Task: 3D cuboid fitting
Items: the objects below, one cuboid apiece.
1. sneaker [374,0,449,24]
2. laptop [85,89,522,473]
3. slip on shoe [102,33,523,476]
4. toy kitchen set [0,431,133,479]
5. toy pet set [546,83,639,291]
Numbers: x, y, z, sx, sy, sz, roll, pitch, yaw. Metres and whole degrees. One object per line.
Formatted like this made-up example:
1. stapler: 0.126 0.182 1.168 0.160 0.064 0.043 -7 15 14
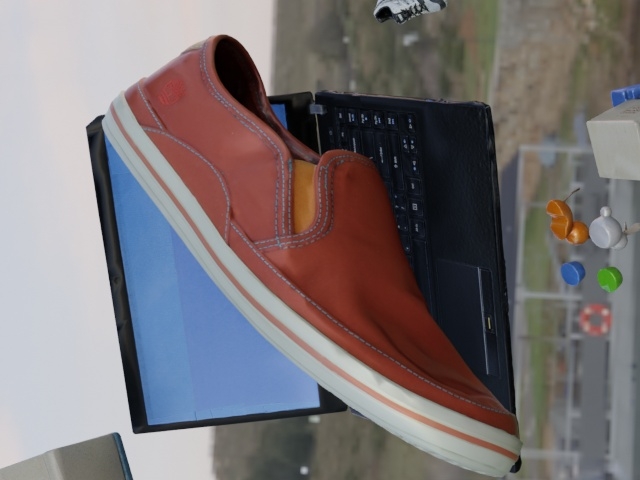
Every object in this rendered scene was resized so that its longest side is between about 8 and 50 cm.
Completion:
1. sneaker: 0.090 -0.229 1.376 0.032 0.083 0.037 49 -121 -38
2. laptop: -0.015 0.029 0.898 0.264 0.136 0.234 13 115 52
3. slip on shoe: 0.000 0.000 0.777 0.101 0.331 0.123 -47 -30 8
4. toy kitchen set: -0.225 0.097 0.966 0.122 0.166 0.207 -8 -103 -64
5. toy pet set: 0.193 -0.031 0.802 0.122 0.065 0.114 10 121 54
